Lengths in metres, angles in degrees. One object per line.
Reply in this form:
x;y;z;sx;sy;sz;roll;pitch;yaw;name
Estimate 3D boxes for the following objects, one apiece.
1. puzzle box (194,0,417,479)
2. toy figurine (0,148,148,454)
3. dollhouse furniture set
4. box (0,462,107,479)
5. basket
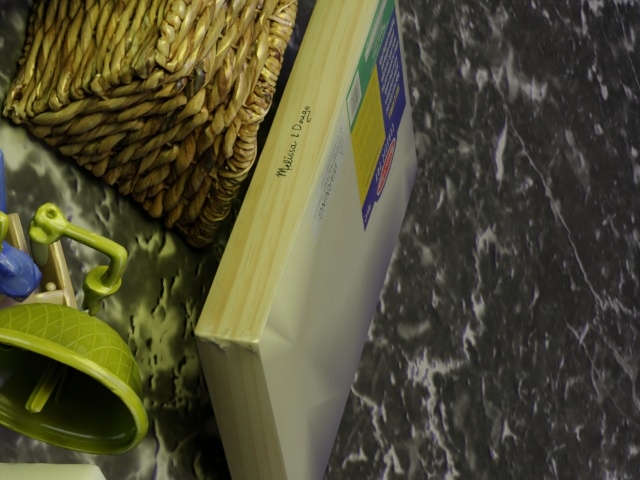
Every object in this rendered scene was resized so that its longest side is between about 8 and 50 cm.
0.000;0.000;1.560;0.272;0.052;0.409;80;23;-49;puzzle box
-0.239;-0.028;1.171;0.217;0.362;0.191;-61;162;-53;toy figurine
-0.246;0.043;1.297;0.151;0.144;0.123;-9;78;-37;dollhouse furniture set
-0.247;0.304;1.095;0.168;0.215;0.345;64;37;-34;box
-0.073;-0.183;1.512;0.223;0.213;0.299;36;51;-36;basket
